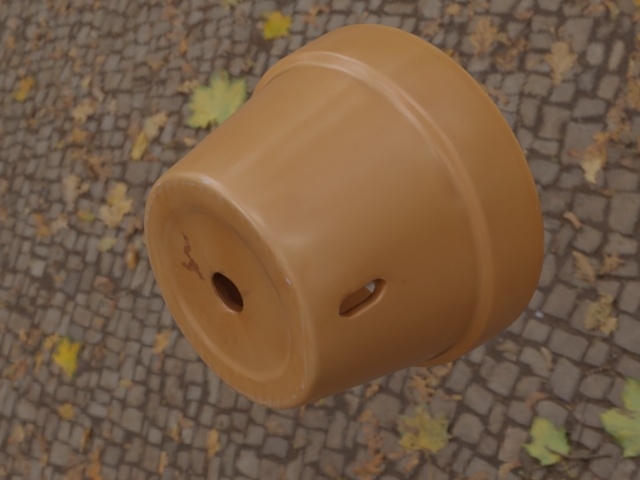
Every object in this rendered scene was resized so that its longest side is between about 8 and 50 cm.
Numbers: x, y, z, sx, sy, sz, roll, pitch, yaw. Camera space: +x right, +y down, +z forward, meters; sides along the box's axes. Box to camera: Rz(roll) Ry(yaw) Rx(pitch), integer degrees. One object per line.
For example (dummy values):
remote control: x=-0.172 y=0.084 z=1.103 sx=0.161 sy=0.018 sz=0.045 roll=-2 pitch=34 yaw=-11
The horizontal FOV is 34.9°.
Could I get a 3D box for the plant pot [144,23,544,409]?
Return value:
plant pot: x=0.000 y=0.000 z=0.808 sx=0.291 sy=0.203 sz=0.290 roll=32 pitch=138 yaw=34
